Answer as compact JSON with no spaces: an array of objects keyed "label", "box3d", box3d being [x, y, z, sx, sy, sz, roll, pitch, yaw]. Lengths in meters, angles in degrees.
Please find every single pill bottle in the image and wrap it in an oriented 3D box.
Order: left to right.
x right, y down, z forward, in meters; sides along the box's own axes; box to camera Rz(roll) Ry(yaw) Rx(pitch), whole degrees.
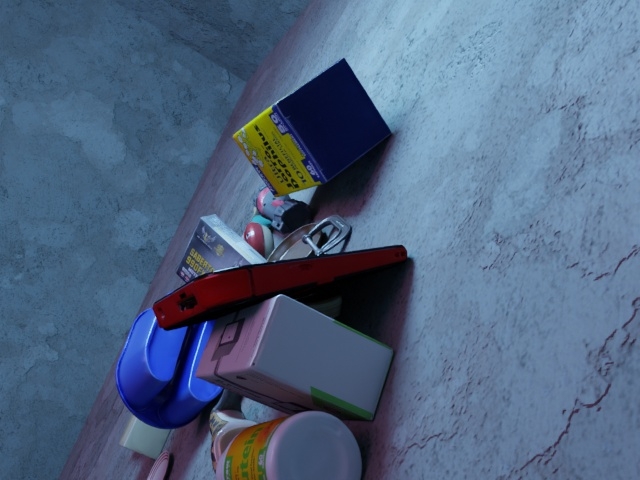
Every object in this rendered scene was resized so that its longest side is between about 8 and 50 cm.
[{"label":"pill bottle","box3d":[-0.060,0.325,0.962,0.246,0.136,0.136,-35,32,54]}]

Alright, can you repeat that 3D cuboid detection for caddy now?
[{"label":"caddy","box3d":[-0.357,0.291,1.663,0.179,0.241,0.341,-40,27,35]}]

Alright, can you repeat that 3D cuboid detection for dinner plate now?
[{"label":"dinner plate","box3d":[-0.408,0.597,1.697,0.141,0.017,0.141,-53,19,27]}]

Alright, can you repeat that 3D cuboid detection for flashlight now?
[{"label":"flashlight","box3d":[-0.096,-0.085,1.756,0.304,0.103,0.103,-153,67,-69]}]

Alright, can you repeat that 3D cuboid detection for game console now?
[{"label":"game console","box3d":[-0.086,0.077,1.157,0.386,0.342,0.060,-25,79,61]}]

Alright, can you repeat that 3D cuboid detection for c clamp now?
[{"label":"c clamp","box3d":[0.000,0.000,1.404,0.137,0.022,0.160,-38,23,4]}]

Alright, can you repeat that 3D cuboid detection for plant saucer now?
[{"label":"plant saucer","box3d":[-0.056,0.031,1.506,0.168,0.029,0.168,-34,25,19]}]

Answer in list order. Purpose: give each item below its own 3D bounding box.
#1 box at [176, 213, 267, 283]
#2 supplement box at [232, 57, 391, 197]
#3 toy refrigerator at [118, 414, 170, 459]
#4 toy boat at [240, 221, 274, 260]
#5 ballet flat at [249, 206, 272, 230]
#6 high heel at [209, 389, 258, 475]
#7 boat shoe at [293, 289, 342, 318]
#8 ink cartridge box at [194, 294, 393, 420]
[{"label":"box","box3d":[-0.230,0.078,1.644,0.056,0.231,0.183,-21,-34,-54]},{"label":"supplement box","box3d":[-0.033,-0.242,1.550,0.195,0.194,0.356,-38,11,-18]},{"label":"toy refrigerator","box3d":[-0.450,0.457,1.882,0.094,0.102,0.269,-23,42,63]},{"label":"toy boat","box3d":[-0.219,0.048,1.748,0.231,0.151,0.151,-48,41,37]},{"label":"ballet flat","box3d":[-0.167,-0.054,1.965,0.206,0.073,0.067,-82,0,-54]},{"label":"high heel","box3d":[-0.170,0.403,1.282,0.261,0.093,0.186,-97,21,-48]},{"label":"boat shoe","box3d":[-0.042,0.158,1.251,0.302,0.109,0.098,-25,78,59]},{"label":"ink cartridge box","box3d":[-0.051,0.188,1.041,0.273,0.198,0.115,-27,40,61]}]
